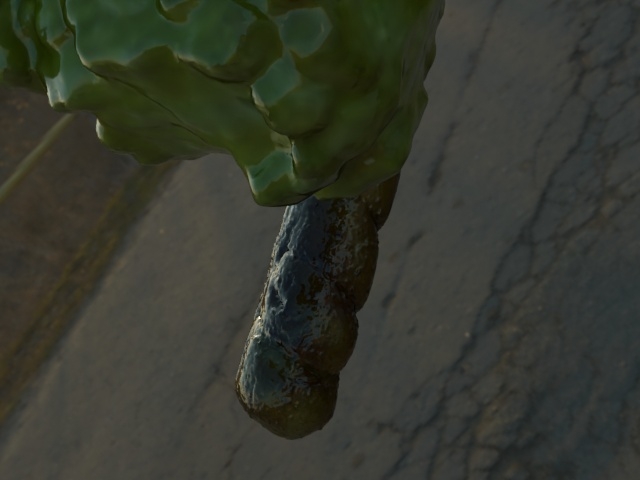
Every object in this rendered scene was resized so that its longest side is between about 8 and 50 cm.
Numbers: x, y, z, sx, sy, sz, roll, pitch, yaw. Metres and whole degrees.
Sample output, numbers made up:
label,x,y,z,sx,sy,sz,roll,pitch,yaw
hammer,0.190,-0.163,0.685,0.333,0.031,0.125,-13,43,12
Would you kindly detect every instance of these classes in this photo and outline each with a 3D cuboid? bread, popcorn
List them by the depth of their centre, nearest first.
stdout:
label,x,y,z,sx,sy,sz,roll,pitch,yaw
popcorn,-0.052,-0.153,0.582,0.250,0.235,0.242,11,57,22
bread,0.002,0.000,0.946,0.124,0.084,0.344,4,77,59
